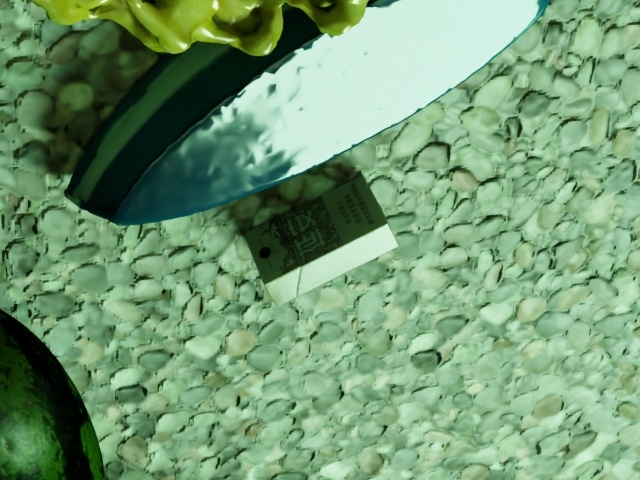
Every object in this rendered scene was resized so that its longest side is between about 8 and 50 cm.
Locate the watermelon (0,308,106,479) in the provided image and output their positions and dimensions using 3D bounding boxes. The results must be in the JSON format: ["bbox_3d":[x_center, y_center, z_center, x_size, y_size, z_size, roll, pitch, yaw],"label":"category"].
[{"bbox_3d":[-0.250,0.150,0.960,0.269,0.269,0.269,-10,129,-12],"label":"watermelon"}]

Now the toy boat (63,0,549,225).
[{"bbox_3d":[-0.012,-0.089,0.972,0.299,0.062,0.096,-30,131,5],"label":"toy boat"}]

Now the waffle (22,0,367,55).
[{"bbox_3d":[-0.070,-0.210,0.840,0.280,0.060,0.262,12,123,-13],"label":"waffle"}]

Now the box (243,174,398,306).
[{"bbox_3d":[0.000,0.000,1.052,0.083,0.053,0.024,-26,130,0],"label":"box"}]
